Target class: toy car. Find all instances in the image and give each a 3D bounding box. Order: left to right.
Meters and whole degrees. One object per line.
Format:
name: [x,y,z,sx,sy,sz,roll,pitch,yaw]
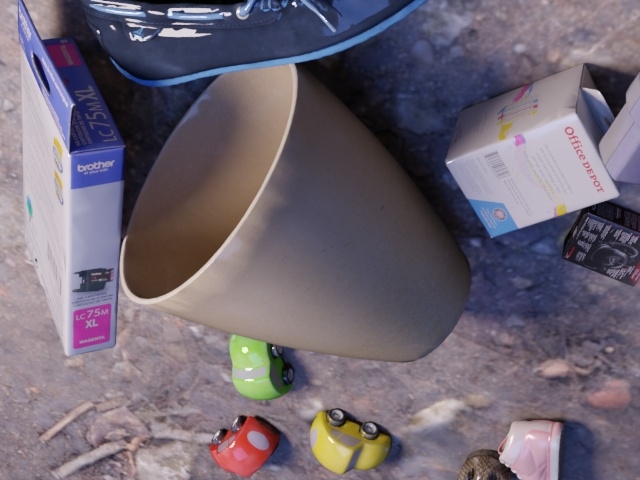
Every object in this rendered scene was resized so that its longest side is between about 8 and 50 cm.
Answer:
toy car: [-0.055,0.198,1.352,0.239,0.053,0.225,-6,125,23]

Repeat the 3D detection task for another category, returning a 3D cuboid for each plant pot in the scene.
plant pot: [0.000,0.000,1.078,0.274,0.256,0.256,30,133,-29]

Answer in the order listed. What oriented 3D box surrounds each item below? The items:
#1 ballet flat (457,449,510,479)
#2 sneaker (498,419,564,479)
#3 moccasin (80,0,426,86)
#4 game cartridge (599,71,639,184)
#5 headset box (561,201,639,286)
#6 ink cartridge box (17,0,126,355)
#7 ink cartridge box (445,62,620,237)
ballet flat: [0.190,0.352,1.390,0.084,0.058,0.249,10,130,12]
sneaker: [0.235,0.253,1.302,0.070,0.051,0.134,6,126,16]
moccasin: [-0.055,-0.212,0.954,0.342,0.137,0.117,-16,139,23]
game cartridge: [0.385,-0.165,0.860,0.230,0.068,0.355,5,135,-22]
headset box: [0.280,0.002,1.097,0.083,0.032,0.062,21,131,1]
ink cartridge box: [-0.244,-0.059,1.131,0.065,0.185,0.311,-12,135,-22]
ink cartridge box: [0.199,-0.081,1.020,0.143,0.090,0.092,-19,120,29]
